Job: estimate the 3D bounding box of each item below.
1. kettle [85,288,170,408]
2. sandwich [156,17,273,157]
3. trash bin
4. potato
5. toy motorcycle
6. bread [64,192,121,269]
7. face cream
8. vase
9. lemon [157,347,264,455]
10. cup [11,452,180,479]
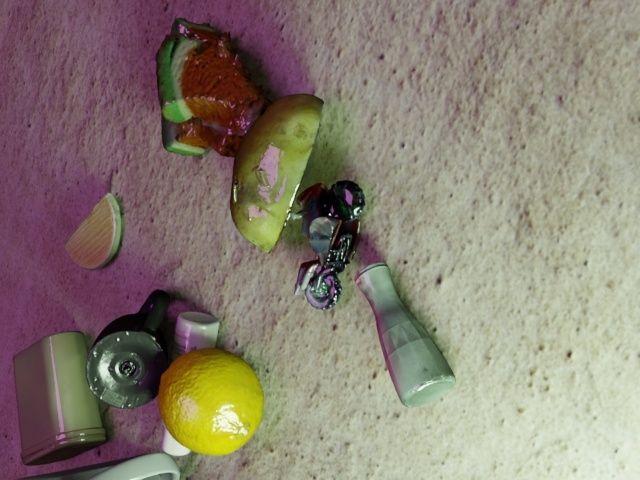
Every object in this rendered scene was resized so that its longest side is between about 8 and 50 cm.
[{"bbox_3d":[-0.349,0.188,1.705,0.202,0.144,0.232,-64,13,5],"label":"kettle"},{"bbox_3d":[-0.204,-0.245,1.591,0.301,0.162,0.250,27,113,44],"label":"sandwich"},{"bbox_3d":[-0.578,0.346,1.987,0.243,0.121,0.247,-28,69,41],"label":"trash bin"},{"bbox_3d":[-0.086,-0.115,1.460,0.160,0.111,0.272,-93,24,-72],"label":"potato"},{"bbox_3d":[-0.001,0.000,1.447,0.122,0.082,0.213,24,105,40],"label":"toy motorcycle"},{"bbox_3d":[-0.470,-0.001,1.937,0.193,0.036,0.112,-45,66,31],"label":"bread"},{"bbox_3d":[-0.248,0.270,1.690,0.082,0.082,0.269,22,106,42],"label":"face cream"},{"bbox_3d":[0.116,0.133,1.341,0.086,0.086,0.214,-46,56,34],"label":"vase"},{"bbox_3d":[-0.184,0.278,1.562,0.203,0.178,0.178,30,111,42],"label":"lemon"},{"bbox_3d":[-0.422,0.517,1.689,0.323,0.327,0.237,-53,57,28],"label":"cup"}]
